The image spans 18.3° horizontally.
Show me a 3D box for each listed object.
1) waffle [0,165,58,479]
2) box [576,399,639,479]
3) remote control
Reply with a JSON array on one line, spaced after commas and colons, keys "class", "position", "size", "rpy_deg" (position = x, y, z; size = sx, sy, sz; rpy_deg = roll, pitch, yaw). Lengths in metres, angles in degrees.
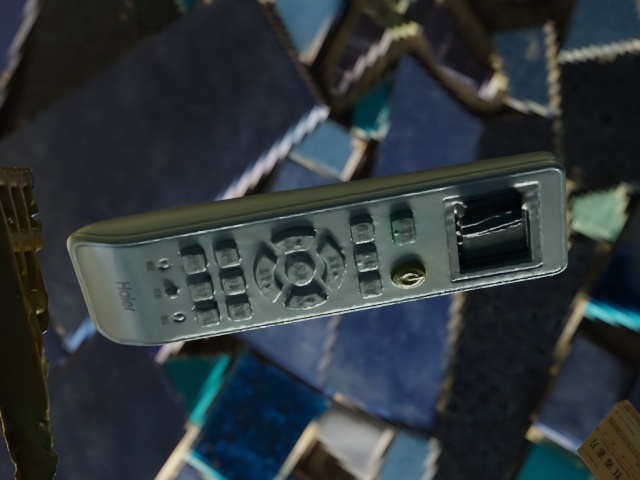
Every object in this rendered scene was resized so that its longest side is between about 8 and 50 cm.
[{"class": "waffle", "position": [-0.162, 0.053, 1.093], "size": [0.125, 0.032, 0.191], "rpy_deg": [-33, 111, -87]}, {"class": "box", "position": [0.232, 0.169, 1.451], "size": [0.015, 0.093, 0.058], "rpy_deg": [-7, 142, -45]}, {"class": "remote control", "position": [0.000, 0.001, 1.190], "size": [0.293, 0.051, 0.103], "rpy_deg": [-8, 140, 1]}]
